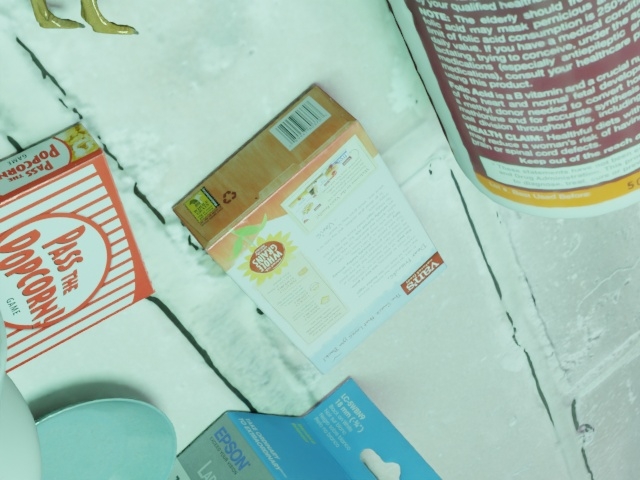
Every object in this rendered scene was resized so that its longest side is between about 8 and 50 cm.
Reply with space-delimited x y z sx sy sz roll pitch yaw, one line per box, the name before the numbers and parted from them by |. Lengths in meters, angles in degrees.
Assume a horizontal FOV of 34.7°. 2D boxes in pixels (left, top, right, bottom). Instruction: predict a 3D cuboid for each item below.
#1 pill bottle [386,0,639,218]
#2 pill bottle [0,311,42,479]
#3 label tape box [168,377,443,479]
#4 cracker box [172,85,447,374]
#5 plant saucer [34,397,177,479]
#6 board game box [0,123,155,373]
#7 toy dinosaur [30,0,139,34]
pill bottle | 0.150 -0.209 0.705 0.224 0.224 0.392 -40 141 -5
pill bottle | -0.296 0.193 0.630 0.229 0.229 0.408 -12 140 -33
label tape box | -0.051 0.288 0.951 0.333 0.240 0.106 -42 138 -4
cracker box | 0.000 0.000 0.880 0.155 0.067 0.232 -41 139 -3
plant saucer | -0.220 0.202 0.891 0.195 0.037 0.195 -23 136 -25
board game box | -0.227 0.023 0.725 0.193 0.045 0.147 -30 138 -17
toy dinosaur | -0.153 -0.182 0.615 0.211 0.064 0.112 -13 114 -44
